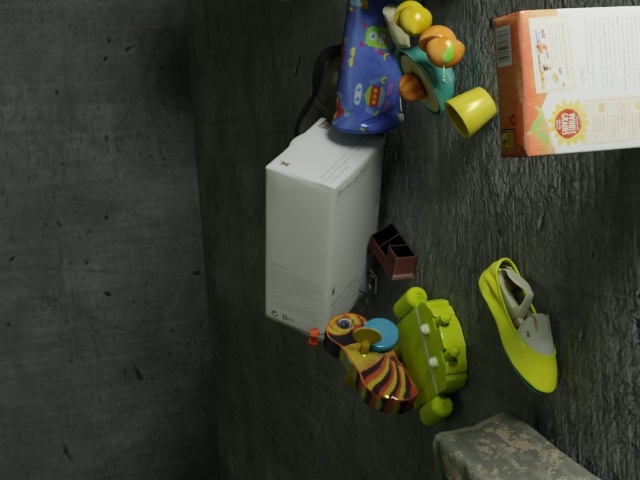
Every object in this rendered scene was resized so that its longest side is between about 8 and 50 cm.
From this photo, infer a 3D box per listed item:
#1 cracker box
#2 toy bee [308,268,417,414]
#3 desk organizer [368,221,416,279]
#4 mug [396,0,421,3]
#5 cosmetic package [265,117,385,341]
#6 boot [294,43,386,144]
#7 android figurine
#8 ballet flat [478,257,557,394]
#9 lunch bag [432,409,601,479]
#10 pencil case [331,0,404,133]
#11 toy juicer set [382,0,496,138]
[{"bbox_3d":[0.312,-0.177,1.145,0.067,0.232,0.155,-167,73,-72],"label":"cracker box"},{"bbox_3d":[0.065,0.209,1.969,0.298,0.162,0.195,-120,24,-57],"label":"toy bee"},{"bbox_3d":[0.140,0.019,2.012,0.130,0.047,0.050,-121,33,-52],"label":"desk organizer"},{"bbox_3d":[0.154,-0.456,1.701,0.129,0.097,0.158,-64,14,11],"label":"mug"},{"bbox_3d":[0.005,-0.021,2.037,0.156,0.217,0.385,22,134,21],"label":"cosmetic package"},{"bbox_3d":[0.045,-0.215,2.134,0.338,0.118,0.223,97,152,-49],"label":"boot"},{"bbox_3d":[0.197,0.209,1.893,0.273,0.056,0.248,125,136,-66],"label":"android figurine"},{"bbox_3d":[0.301,0.118,1.534,0.077,0.077,0.231,-59,36,36],"label":"ballet flat"},{"bbox_3d":[0.289,0.437,1.522,0.235,0.169,0.287,-143,42,-61],"label":"lunch bag"},{"bbox_3d":[0.101,-0.338,1.875,0.119,0.133,0.306,-72,-10,-71],"label":"pencil case"},{"bbox_3d":[0.153,-0.293,1.691,0.209,0.089,0.329,59,175,-27],"label":"toy juicer set"}]
